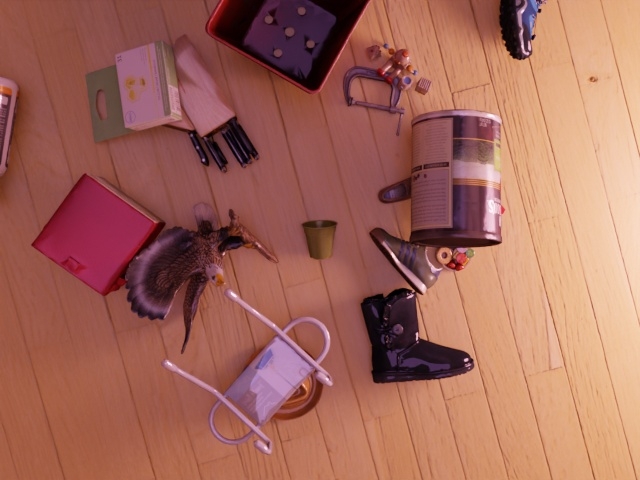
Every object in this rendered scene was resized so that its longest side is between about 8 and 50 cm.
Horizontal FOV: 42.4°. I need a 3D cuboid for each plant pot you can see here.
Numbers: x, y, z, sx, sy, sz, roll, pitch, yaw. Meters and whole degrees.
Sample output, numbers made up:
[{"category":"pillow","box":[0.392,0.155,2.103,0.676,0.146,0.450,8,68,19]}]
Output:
[{"category":"plant pot","box":[-0.066,-0.478,1.788,0.267,0.236,0.267,29,90,-4]},{"category":"plant pot","box":[0.000,0.000,1.890,0.083,0.083,0.079,-4,104,-3]}]

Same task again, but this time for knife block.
[{"category":"knife block","box":[-0.235,-0.298,1.859,0.242,0.088,0.276,13,91,-4]}]

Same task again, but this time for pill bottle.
[{"category":"pill bottle","box":[-0.757,-0.224,1.796,0.162,0.162,0.278,10,91,-3]}]

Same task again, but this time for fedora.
[{"category":"fedora","box":[-0.087,0.329,1.889,0.194,0.079,0.194,0,92,-4]}]

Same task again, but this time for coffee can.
[{"category":"coffee can","box":[0.297,-0.130,1.818,0.201,0.201,0.275,1,84,-3]}]

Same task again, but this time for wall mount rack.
[{"category":"wall mount rack","box":[-0.152,0.280,1.786,0.304,0.130,0.350,42,91,1]}]

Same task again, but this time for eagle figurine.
[{"category":"eagle figurine","box":[-0.270,0.068,1.798,0.298,0.225,0.226,-42,94,-2]}]

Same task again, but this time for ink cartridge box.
[{"category":"ink cartridge box","box":[-0.425,-0.323,1.812,0.235,0.056,0.171,-11,83,19]}]

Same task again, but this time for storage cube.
[{"category":"storage cube","box":[-0.480,-0.016,1.806,0.215,0.183,0.193,37,89,-3]}]

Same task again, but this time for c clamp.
[{"category":"c clamp","box":[0.125,-0.331,1.909,0.160,0.022,0.137,16,91,-4]}]

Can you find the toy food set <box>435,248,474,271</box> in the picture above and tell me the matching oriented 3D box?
[{"category":"toy food set","box":[0.316,0.031,1.931,0.083,0.020,0.082,37,89,-3]}]

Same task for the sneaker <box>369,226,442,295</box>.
[{"category":"sneaker","box":[0.203,0.029,1.908,0.086,0.064,0.192,-41,94,-9]}]

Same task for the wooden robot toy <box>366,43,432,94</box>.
[{"category":"wooden robot toy","box":[0.182,-0.397,1.873,0.173,0.079,0.076,41,71,-3]}]

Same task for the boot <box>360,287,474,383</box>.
[{"category":"boot","box":[0.223,0.213,1.894,0.246,0.094,0.207,-6,96,3]}]

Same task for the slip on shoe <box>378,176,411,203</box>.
[{"category":"slip on shoe","box":[0.200,-0.120,1.909,0.135,0.041,0.051,-15,92,-2]}]

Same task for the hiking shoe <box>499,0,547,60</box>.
[{"category":"hiking shoe","box":[0.480,-0.565,1.875,0.132,0.113,0.304,-2,92,-2]}]

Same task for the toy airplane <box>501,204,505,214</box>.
[{"category":"toy airplane","box":[0.355,-0.092,1.925,0.151,0.028,0.151,0,90,-2]}]
